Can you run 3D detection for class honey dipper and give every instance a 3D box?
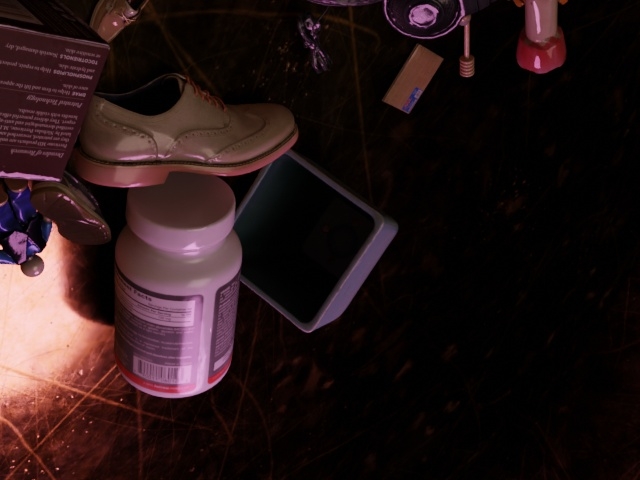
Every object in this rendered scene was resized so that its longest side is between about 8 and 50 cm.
[{"bbox_3d":[0.289,-0.398,1.946,0.030,0.030,0.160,-31,137,-23],"label":"honey dipper"}]

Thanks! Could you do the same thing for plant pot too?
[{"bbox_3d":[0.000,0.000,1.837,0.247,0.248,0.252,-57,160,11],"label":"plant pot"}]

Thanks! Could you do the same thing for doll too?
[{"bbox_3d":[-0.458,-0.012,1.490,0.129,0.046,0.189,-41,150,-29],"label":"doll"}]

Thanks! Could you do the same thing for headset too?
[{"bbox_3d":[0.149,-0.411,1.616,0.394,0.243,0.185,-22,138,0],"label":"headset"}]

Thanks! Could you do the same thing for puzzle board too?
[{"bbox_3d":[0.179,-0.315,1.918,0.096,0.011,0.128,14,113,-53],"label":"puzzle board"}]

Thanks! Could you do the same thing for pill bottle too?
[{"bbox_3d":[-0.241,0.072,1.661,0.210,0.210,0.362,-20,136,-34],"label":"pill bottle"}]

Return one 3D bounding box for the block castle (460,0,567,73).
[{"bbox_3d":[0.450,-0.514,1.768,0.453,0.303,0.212,-37,145,-14],"label":"block castle"}]

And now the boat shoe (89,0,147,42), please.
[{"bbox_3d":[-0.275,-0.331,1.385,0.135,0.045,0.050,-55,144,9],"label":"boat shoe"}]

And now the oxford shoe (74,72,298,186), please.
[{"bbox_3d":[-0.189,-0.185,1.541,0.397,0.140,0.146,-16,127,-40],"label":"oxford shoe"}]

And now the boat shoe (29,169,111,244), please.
[{"bbox_3d":[-0.377,-0.056,1.509,0.080,0.073,0.223,-7,159,8],"label":"boat shoe"}]

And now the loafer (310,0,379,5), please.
[{"bbox_3d":[-0.023,-0.398,1.429,0.303,0.095,0.109,11,115,-14],"label":"loafer"}]

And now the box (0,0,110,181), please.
[{"bbox_3d":[-0.406,-0.206,1.256,0.167,0.168,0.203,0,123,-48],"label":"box"}]
